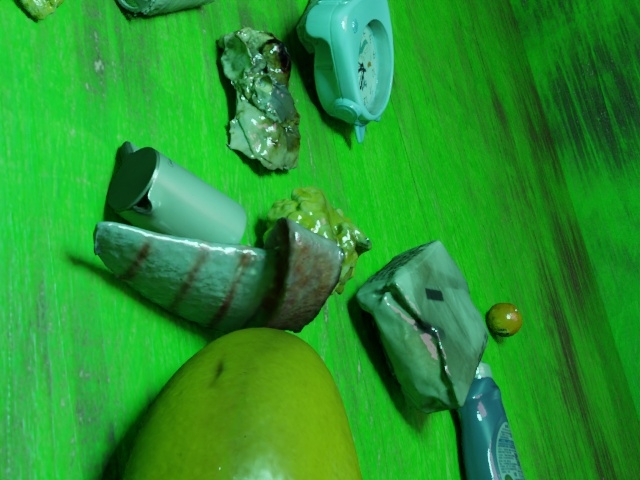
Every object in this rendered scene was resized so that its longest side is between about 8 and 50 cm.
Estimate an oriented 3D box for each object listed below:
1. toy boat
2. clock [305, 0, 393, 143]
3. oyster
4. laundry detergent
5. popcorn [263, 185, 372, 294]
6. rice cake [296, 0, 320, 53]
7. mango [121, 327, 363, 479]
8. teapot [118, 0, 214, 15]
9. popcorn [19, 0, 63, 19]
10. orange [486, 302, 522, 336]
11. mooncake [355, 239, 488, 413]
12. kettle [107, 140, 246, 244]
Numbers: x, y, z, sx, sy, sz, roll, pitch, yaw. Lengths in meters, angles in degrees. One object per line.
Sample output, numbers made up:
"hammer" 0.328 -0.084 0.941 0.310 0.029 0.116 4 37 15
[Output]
"toy boat" -0.132 0.040 0.907 0.282 0.206 0.096 10 47 -31
"clock" 0.062 -0.327 1.471 0.224 0.094 0.274 -51 141 -50
"oyster" -0.084 -0.225 1.225 0.161 0.107 0.233 -15 86 -69
"laundry detergent" 0.310 0.362 1.500 0.143 0.094 0.290 21 50 -45
"popcorn" -0.008 0.005 1.169 0.173 0.142 0.174 27 33 -19
"rice cake" 0.006 -0.437 1.544 0.069 0.063 0.207 56 32 -32
"mango" -0.062 0.267 0.809 0.301 0.220 0.445 50 30 -24
"teapot" -0.219 -0.384 1.122 0.107 0.077 0.200 60 30 -8
"popcorn" -0.323 -0.300 0.915 0.059 0.068 0.083 27 84 -19
"orange" 0.424 0.181 1.813 0.083 0.083 0.084 37 41 -42
"mooncake" 0.180 0.147 1.370 0.254 0.136 0.250 -37 101 -55
"kettle" -0.173 -0.049 0.957 0.148 0.098 0.127 37 47 -38
